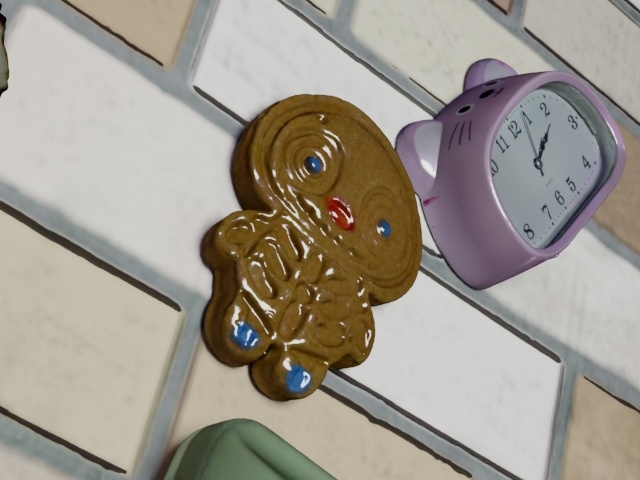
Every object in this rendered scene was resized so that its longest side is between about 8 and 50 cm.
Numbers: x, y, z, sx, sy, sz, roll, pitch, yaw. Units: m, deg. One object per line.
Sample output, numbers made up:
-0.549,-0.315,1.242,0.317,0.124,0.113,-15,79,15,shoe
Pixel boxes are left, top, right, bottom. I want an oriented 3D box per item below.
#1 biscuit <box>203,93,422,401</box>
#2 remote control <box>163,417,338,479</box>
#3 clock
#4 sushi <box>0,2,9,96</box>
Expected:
0.000,0.000,0.681,0.124,0.026,0.175,40,51,-23,biscuit
0.054,0.215,0.617,0.335,0.065,0.128,40,49,-24,remote control
0.117,-0.050,0.789,0.110,0.050,0.152,55,46,-10,clock
-0.170,-0.075,0.520,0.098,0.084,0.094,-9,82,-40,sushi
